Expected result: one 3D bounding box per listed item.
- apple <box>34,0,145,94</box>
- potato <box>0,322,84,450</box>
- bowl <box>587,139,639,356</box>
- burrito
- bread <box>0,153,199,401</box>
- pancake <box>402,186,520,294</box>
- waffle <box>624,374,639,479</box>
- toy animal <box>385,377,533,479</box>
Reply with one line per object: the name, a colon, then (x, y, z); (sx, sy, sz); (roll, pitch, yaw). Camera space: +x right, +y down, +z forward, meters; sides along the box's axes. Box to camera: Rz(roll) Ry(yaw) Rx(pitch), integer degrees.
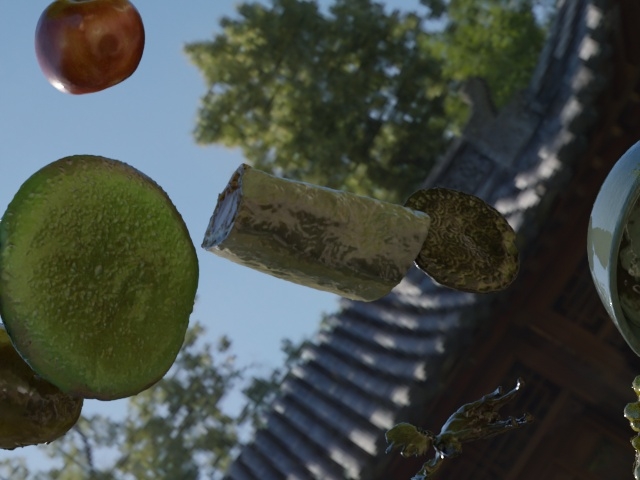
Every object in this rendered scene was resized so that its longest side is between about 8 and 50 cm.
apple: (-0.327, -0.279, 1.758); (0.163, 0.163, 0.139); (-30, -54, -49)
potato: (-0.388, 0.182, 1.505); (0.081, 0.200, 0.164); (149, 131, -77)
bowl: (0.393, -0.014, 1.305); (0.289, 0.146, 0.289); (-6, -69, -17)
burrito: (0.001, -0.004, 1.669); (0.299, 0.105, 0.143); (15, -92, -22)
bread: (-0.255, 0.037, 1.454); (0.301, 0.045, 0.301); (14, -109, -46)
pancake: (0.206, -0.002, 1.816); (0.199, 0.199, 0.021); (-38, -16, -39)
waffle: (0.536, 0.241, 1.786); (0.291, 0.051, 0.291); (-9, -75, -37)
toy animal: (0.212, 0.287, 1.842); (0.186, 0.093, 0.214); (-29, -14, 28)
